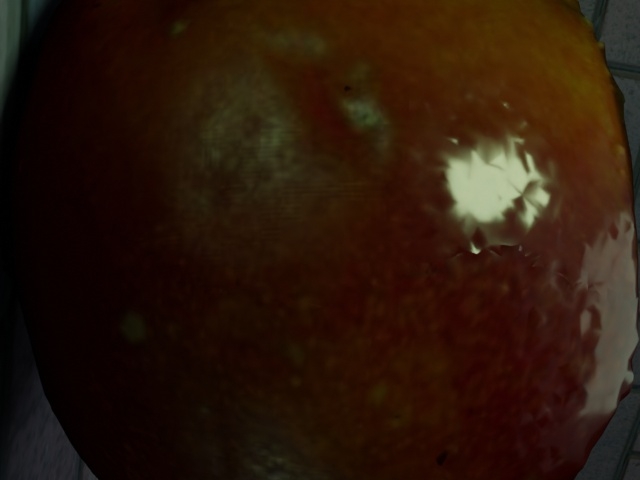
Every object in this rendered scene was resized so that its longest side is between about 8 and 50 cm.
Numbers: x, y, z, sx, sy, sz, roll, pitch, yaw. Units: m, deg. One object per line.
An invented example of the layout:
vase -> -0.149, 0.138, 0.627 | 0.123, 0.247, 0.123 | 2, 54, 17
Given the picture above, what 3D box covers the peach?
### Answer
peach -> -0.017, -0.014, 0.493 | 0.335, 0.309, 0.406 | 118, -26, -63
